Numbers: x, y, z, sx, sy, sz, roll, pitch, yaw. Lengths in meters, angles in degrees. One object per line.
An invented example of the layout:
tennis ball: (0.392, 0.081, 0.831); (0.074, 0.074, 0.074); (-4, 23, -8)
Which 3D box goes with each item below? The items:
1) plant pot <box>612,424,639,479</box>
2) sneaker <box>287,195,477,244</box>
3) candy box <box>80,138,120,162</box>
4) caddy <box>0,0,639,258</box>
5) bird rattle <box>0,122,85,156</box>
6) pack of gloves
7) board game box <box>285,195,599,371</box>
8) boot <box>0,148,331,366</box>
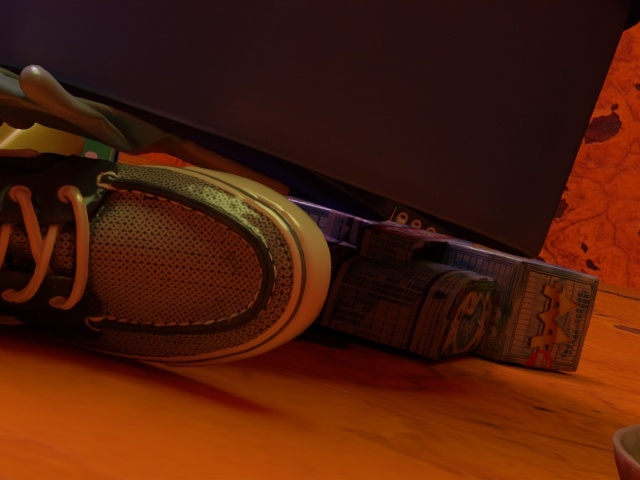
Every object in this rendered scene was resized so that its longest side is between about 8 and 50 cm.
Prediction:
plant pot: (0.185, 0.094, 0.346); (0.236, 0.032, 0.236); (13, 3, -1)
sneaker: (0.023, -0.026, 0.974); (0.282, 0.099, 0.153); (47, 30, -14)
candy box: (-0.357, -0.134, 1.250); (0.317, 0.122, 0.268); (11, 3, -27)
caddy: (-0.017, -0.119, 0.615); (0.341, 0.179, 0.241); (18, -3, -37)
bird rattle: (-0.219, -0.106, 0.765); (0.143, 0.207, 0.253); (-4, -6, 0)
pack of gloves: (-0.143, -0.045, 0.524); (0.195, 0.046, 0.232); (18, -1, 20)
board game box: (0.048, 0.023, 0.788); (0.194, 0.060, 0.194); (14, 3, 17)
boot: (-0.097, 0.005, 0.459); (0.190, 0.069, 0.086); (5, 4, 25)
